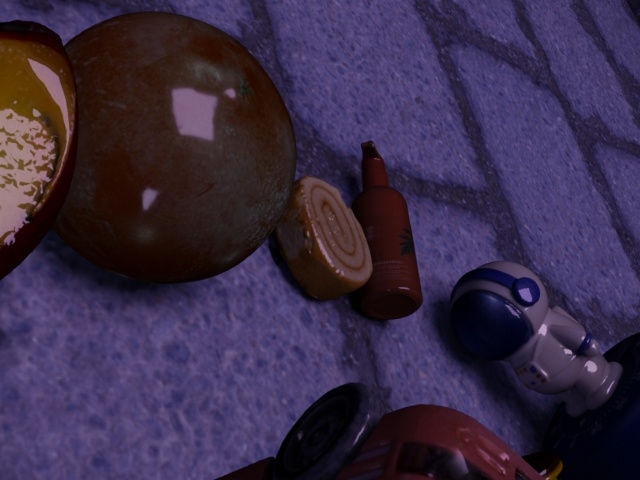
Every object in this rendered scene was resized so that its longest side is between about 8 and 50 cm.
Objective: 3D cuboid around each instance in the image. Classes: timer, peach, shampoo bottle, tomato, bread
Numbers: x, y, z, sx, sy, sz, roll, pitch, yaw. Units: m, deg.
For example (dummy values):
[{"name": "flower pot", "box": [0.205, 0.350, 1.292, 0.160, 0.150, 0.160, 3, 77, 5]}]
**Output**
[{"name": "timer", "box": [0.340, 0.177, 1.152, 0.383, 0.270, 0.270, 39, 37, 1]}, {"name": "peach", "box": [-0.284, -0.046, 0.648, 0.159, 0.154, 0.267, 40, 57, -16]}, {"name": "shampoo bottle", "box": [0.081, -0.015, 1.113, 0.085, 0.085, 0.244, 22, 48, -36]}, {"name": "tomato", "box": [-0.142, -0.096, 0.812, 0.270, 0.223, 0.270, 25, 48, -31]}, {"name": "bread", "box": [0.000, 0.000, 1.026, 0.122, 0.073, 0.149, 3, 62, -53]}]

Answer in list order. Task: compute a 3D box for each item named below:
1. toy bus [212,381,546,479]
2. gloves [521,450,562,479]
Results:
[{"name": "toy bus", "box": [-0.042, 0.263, 0.473, 0.203, 0.427, 0.233, 43, 41, -15]}, {"name": "gloves", "box": [0.297, 0.417, 1.013, 0.133, 0.116, 0.294, -18, 83, -45]}]
